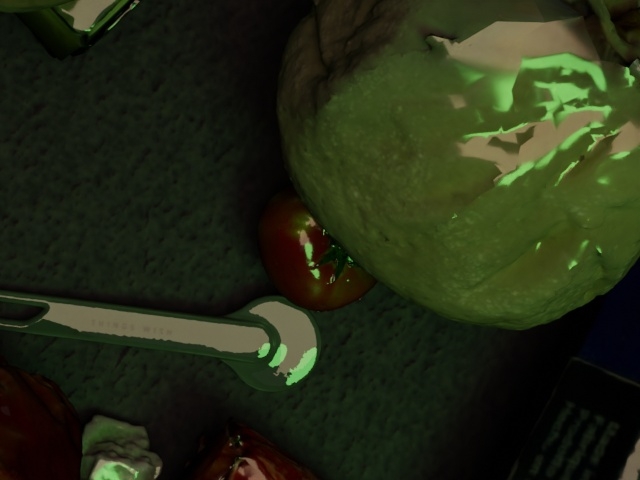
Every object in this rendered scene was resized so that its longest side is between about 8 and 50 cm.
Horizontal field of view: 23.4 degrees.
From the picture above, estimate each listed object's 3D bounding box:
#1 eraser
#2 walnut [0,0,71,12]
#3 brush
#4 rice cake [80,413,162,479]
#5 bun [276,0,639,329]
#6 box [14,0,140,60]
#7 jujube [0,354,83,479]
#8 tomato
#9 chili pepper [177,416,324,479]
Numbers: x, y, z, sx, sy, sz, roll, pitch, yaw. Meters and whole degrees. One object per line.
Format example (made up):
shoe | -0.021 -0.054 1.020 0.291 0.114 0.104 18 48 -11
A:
eraser | 0.191 0.162 0.975 0.155 0.101 0.332 34 81 -43
walnut | -0.152 -0.225 0.715 0.178 0.178 0.230 -30 91 -9
brush | -0.131 0.050 0.962 0.266 0.027 0.062 8 93 -10
rice cake | -0.183 0.231 0.952 0.055 0.049 0.270 30 89 -32
bun | 0.112 -0.093 0.879 0.281 0.205 0.282 9 69 -24
box | -0.121 -0.375 0.861 0.420 0.138 0.373 -45 103 -6
jujube | -0.253 0.137 0.843 0.232 0.213 0.213 18 91 -15
tomato | 0.000 0.000 0.958 0.087 0.075 0.087 -6 101 -31
chili pepper | -0.003 0.233 0.969 0.252 0.136 0.144 35 53 -22
